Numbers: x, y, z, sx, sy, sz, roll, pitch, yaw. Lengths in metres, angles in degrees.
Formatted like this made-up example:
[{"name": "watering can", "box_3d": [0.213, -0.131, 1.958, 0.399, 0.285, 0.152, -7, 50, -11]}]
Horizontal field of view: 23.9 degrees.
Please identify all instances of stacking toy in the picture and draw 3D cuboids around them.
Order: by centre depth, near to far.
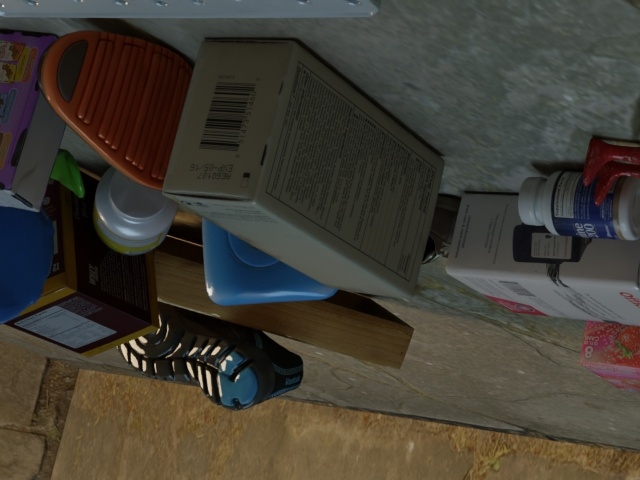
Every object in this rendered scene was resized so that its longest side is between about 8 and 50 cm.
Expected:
[{"name": "stacking toy", "box_3d": [0.000, 0.000, 1.812, 0.175, 0.166, 0.302, -5, 172, 26]}]

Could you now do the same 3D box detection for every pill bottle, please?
[{"name": "pill bottle", "box_3d": [0.263, -0.036, 1.516, 0.120, 0.067, 0.067, 5, 165, 32]}, {"name": "pill bottle", "box_3d": [-0.232, -0.045, 1.894, 0.103, 0.103, 0.184, 15, 167, -8]}]

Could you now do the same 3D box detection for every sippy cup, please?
[{"name": "sippy cup", "box_3d": [-0.412, -0.008, 1.654, 0.224, 0.305, 0.240, 20, 167, 46]}]

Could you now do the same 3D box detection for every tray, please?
[{"name": "tray", "box_3d": [-0.086, 0.086, 2.252, 0.411, 0.076, 0.203, 19, -175, -20]}]

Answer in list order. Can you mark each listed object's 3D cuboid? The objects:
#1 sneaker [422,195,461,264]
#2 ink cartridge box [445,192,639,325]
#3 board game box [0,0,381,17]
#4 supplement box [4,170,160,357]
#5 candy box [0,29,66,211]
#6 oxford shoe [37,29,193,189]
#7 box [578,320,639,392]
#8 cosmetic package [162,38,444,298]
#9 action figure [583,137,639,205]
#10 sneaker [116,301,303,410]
[{"name": "sneaker", "box_3d": [0.108, -0.006, 1.793, 0.066, 0.071, 0.188, 17, 166, -19]}, {"name": "ink cartridge box", "box_3d": [0.288, 0.023, 1.675, 0.237, 0.100, 0.172, 4, 165, 37]}, {"name": "board game box", "box_3d": [-0.203, -0.259, 1.057, 0.390, 0.050, 0.390, 5, 165, 31]}, {"name": "supplement box", "box_3d": [-0.331, 0.027, 2.026, 0.129, 0.191, 0.194, -22, 151, 25]}, {"name": "candy box", "box_3d": [-0.357, -0.128, 1.519, 0.196, 0.165, 0.070, 9, 165, 20]}, {"name": "oxford shoe", "box_3d": [-0.174, -0.111, 1.511, 0.133, 0.130, 0.364, 12, 169, 35]}, {"name": "box", "box_3d": [0.466, 0.102, 1.720, 0.300, 0.154, 0.142, 4, 165, 37]}, {"name": "cosmetic package", "box_3d": [-0.007, -0.063, 1.470, 0.113, 0.160, 0.309, 6, 165, 32]}, {"name": "action figure", "box_3d": [0.379, -0.011, 1.372, 0.280, 0.139, 0.091, 5, 166, 23]}, {"name": "sneaker", "box_3d": [-0.177, 0.157, 2.242, 0.341, 0.125, 0.139, 28, -161, 35]}]
